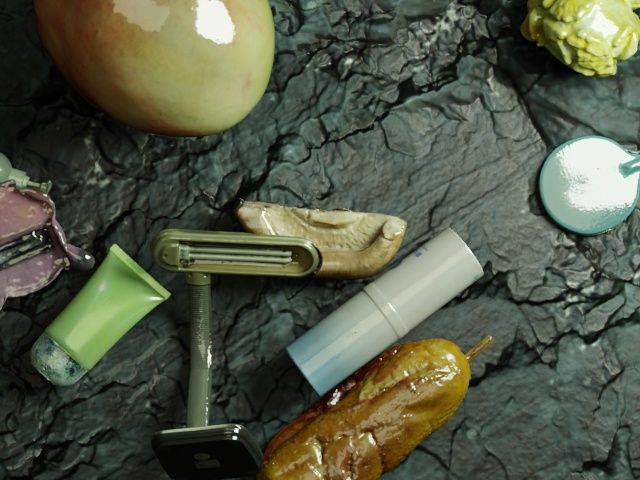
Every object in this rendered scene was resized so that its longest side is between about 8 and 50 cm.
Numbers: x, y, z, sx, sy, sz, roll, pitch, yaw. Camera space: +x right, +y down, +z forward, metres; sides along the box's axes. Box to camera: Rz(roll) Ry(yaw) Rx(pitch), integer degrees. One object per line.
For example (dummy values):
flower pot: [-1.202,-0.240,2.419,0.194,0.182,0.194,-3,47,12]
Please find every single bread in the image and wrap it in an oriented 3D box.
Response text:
bread: [0.070,0.216,1.417,0.344,0.084,0.124,-36,88,-6]

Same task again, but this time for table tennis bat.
table tennis bat: [0.372,-0.085,1.484,0.201,0.033,0.124,-25,88,-2]

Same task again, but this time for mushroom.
mushroom: [-0.001,0.000,1.438,0.210,0.072,0.094,4,83,3]

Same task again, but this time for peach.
peach: [-0.195,-0.249,1.338,0.292,0.292,0.247,40,111,1]

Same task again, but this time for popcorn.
popcorn: [0.327,-0.264,1.449,0.162,0.141,0.135,-13,124,16]

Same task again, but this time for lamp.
lamp: [-0.092,0.133,1.383,0.203,0.124,0.283,-5,71,9]

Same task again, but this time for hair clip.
hair clip: [-0.387,0.012,1.417,0.187,0.056,0.146,-30,108,-14]

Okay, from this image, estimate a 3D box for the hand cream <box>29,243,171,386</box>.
hand cream: [-0.275,0.099,1.433,0.095,0.046,0.175,42,78,2]

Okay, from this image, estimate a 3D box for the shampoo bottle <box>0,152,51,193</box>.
shampoo bottle: [-0.424,-0.089,1.430,0.195,0.056,0.056,18,84,-14]

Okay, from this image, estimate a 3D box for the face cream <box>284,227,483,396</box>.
face cream: [0.077,0.086,1.431,0.250,0.077,0.077,-37,87,-5]
